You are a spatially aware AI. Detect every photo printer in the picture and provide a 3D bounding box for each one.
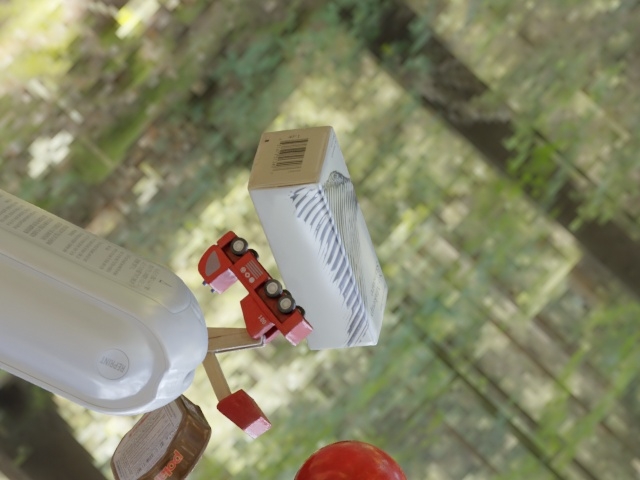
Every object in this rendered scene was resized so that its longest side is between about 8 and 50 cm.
[{"bbox_3d":[-0.242,0.043,1.564,0.256,0.307,0.107,-92,-152,-82],"label":"photo printer"}]

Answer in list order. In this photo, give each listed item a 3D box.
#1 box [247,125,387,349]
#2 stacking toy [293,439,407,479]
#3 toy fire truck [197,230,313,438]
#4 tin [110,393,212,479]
[{"bbox_3d":[0.000,0.000,2.219,0.113,0.094,0.275,-77,155,-44],"label":"box"},{"bbox_3d":[-0.065,0.245,1.264,0.330,0.141,0.141,-36,166,-35],"label":"stacking toy"},{"bbox_3d":[-0.085,0.098,1.931,0.135,0.192,0.047,-40,157,0],"label":"toy fire truck"},{"bbox_3d":[-0.157,0.201,1.777,0.106,0.040,0.189,-46,-167,-3],"label":"tin"}]
